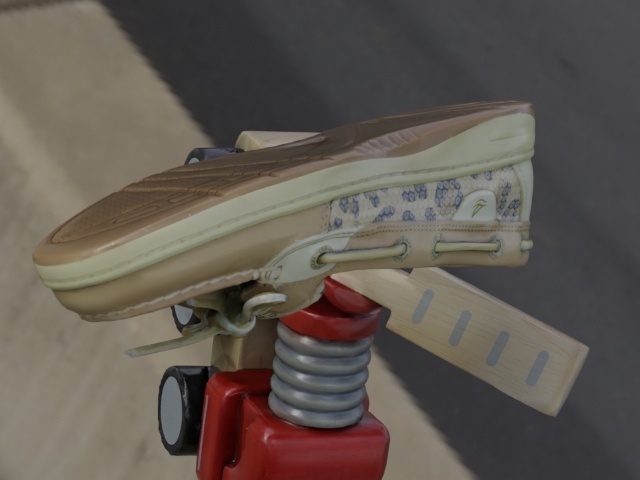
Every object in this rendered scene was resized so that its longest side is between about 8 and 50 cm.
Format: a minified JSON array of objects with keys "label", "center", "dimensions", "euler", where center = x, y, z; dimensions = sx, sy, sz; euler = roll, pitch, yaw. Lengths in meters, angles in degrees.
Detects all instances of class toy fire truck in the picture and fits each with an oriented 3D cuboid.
[{"label":"toy fire truck","center":[0.022,0.068,1.149],"dimensions":[0.158,0.217,0.246],"euler":[1,18,-22]}]

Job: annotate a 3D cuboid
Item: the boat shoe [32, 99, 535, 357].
[{"label":"boat shoe","center":[0.000,0.000,0.923],"dimensions":[0.285,0.089,0.104],"euler":[-17,12,-37]}]
